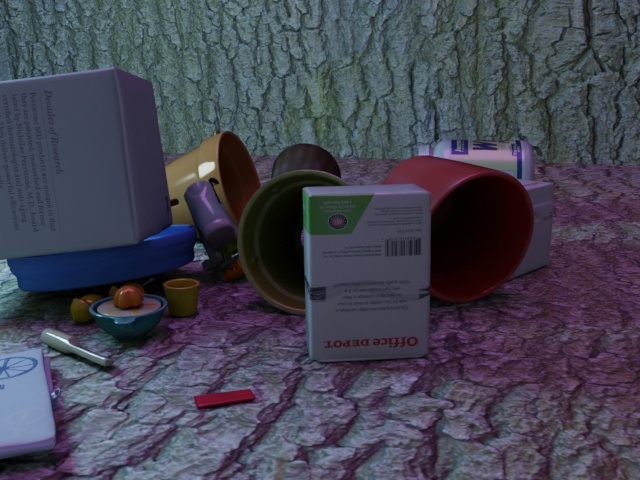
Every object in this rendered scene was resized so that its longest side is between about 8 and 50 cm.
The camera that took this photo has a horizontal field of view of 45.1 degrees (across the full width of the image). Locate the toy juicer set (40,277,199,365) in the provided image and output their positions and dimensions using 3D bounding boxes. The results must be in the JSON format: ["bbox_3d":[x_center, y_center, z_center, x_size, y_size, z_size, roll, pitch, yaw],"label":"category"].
[{"bbox_3d":[-0.373,0.121,1.371,0.209,0.089,0.329,5,15,19],"label":"toy juicer set"}]

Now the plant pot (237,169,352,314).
[{"bbox_3d":[0.000,0.000,1.573,0.276,0.276,0.254,3,3,13],"label":"plant pot"}]

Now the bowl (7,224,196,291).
[{"bbox_3d":[-0.456,0.035,1.640,0.391,0.077,0.391,-7,7,1],"label":"bowl"}]

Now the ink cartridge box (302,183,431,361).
[{"bbox_3d":[0.073,0.050,1.270,0.198,0.272,0.115,-2,11,-6],"label":"ink cartridge box"}]

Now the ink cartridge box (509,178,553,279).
[{"bbox_3d":[0.370,-0.042,1.788,0.270,0.197,0.198,12,18,43],"label":"ink cartridge box"}]

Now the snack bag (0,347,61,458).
[{"bbox_3d":[-0.513,0.235,1.022,0.323,0.037,0.342,-7,15,-23],"label":"snack bag"}]

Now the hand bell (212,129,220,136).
[{"bbox_3d":[-0.337,-0.241,2.528,0.126,0.242,0.126,-1,13,0],"label":"hand bell"}]

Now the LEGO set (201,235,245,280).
[{"bbox_3d":[-0.149,0.031,1.690,0.227,0.087,0.093,-37,-25,34],"label":"LEGO set"}]

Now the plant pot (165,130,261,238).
[{"bbox_3d":[-0.296,-0.124,2.042,0.204,0.290,0.291,-14,10,16],"label":"plant pot"}]

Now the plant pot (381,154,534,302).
[{"bbox_3d":[0.254,-0.047,1.571,0.275,0.274,0.243,-6,25,-22],"label":"plant pot"}]

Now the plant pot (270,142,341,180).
[{"bbox_3d":[-0.060,-0.145,2.277,0.215,0.215,0.230,2,29,9],"label":"plant pot"}]

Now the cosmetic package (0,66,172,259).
[{"bbox_3d":[-0.535,-0.145,1.535,0.394,0.327,0.329,-7,7,0],"label":"cosmetic package"}]

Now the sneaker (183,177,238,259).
[{"bbox_3d":[-0.240,-0.049,1.746,0.094,0.151,0.256,-24,-17,-9],"label":"sneaker"}]

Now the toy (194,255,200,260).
[{"bbox_3d":[-0.402,0.004,1.919,0.137,0.056,0.237,-9,16,-25],"label":"toy"}]

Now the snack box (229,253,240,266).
[{"bbox_3d":[-0.119,0.051,1.791,0.178,0.022,0.064,4,13,18],"label":"snack box"}]

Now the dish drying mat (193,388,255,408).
[{"bbox_3d":[-0.138,0.227,1.104,0.083,0.008,0.032,-4,15,-19],"label":"dish drying mat"}]

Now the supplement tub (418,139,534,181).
[{"bbox_3d":[0.450,-0.178,2.263,0.325,0.235,0.235,2,14,8],"label":"supplement tub"}]

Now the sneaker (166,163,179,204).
[{"bbox_3d":[-0.460,-0.129,2.407,0.182,0.158,0.410,36,22,12],"label":"sneaker"}]
